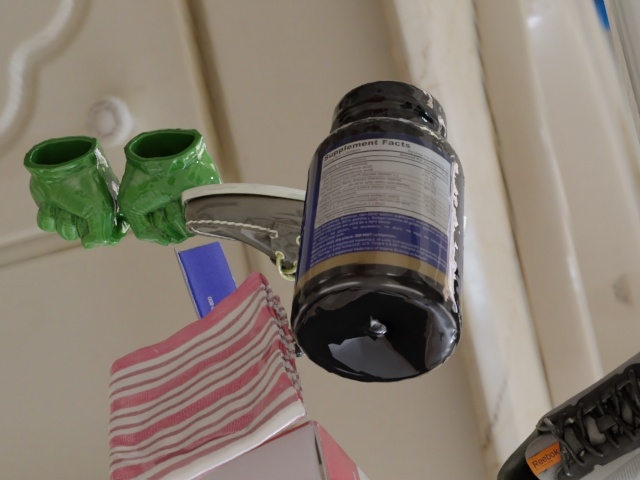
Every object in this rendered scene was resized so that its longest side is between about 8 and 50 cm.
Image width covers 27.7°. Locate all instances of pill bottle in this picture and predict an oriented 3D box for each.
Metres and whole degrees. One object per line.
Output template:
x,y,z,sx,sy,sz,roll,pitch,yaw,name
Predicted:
0.047,-0.014,0.972,0.219,0.123,0.123,-84,151,-41,pill bottle

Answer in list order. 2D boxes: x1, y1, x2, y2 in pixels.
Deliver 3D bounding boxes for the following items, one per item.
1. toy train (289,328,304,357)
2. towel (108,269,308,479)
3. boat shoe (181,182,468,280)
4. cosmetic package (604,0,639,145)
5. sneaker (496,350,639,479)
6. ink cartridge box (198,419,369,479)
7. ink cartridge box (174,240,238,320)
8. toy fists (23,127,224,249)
-0.040,0.101,1.206,0.036,0.158,0.027,57,-16,-20,toy train
-0.085,0.100,0.877,0.029,0.144,0.197,57,5,-22,towel
0.000,-0.001,1.365,0.109,0.305,0.091,98,-1,-82,boat shoe
0.346,-0.046,0.694,0.327,0.330,0.393,-2,79,-76,cosmetic package
0.229,0.153,1.001,0.271,0.108,0.100,121,-39,-51,sneaker
-0.020,0.313,1.060,0.306,0.226,0.131,53,15,-36,ink cartridge box
-0.130,0.101,1.714,0.371,0.069,0.175,98,-28,-84,ink cartridge box
-0.250,-0.056,1.667,0.096,0.279,0.142,-69,148,-47,toy fists
